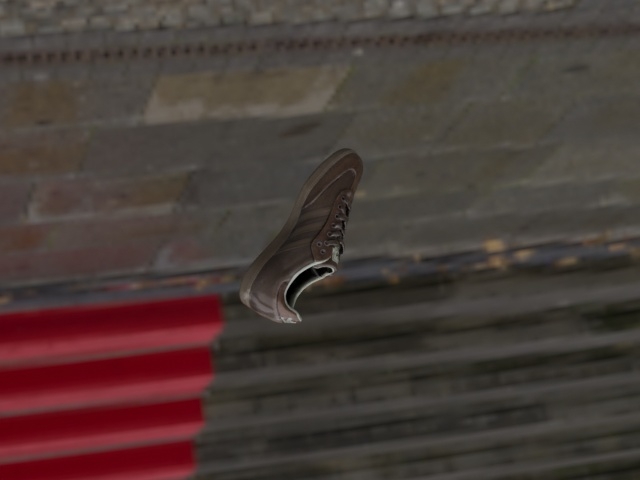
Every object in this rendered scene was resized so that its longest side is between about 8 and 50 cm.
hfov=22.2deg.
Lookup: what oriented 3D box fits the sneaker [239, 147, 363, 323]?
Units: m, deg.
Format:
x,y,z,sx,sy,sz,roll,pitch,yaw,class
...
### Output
x,y,z,sx,sy,sz,roll,pitch,yaw,class
0.000,0.000,1.599,0.071,0.188,0.066,30,171,25,sneaker
